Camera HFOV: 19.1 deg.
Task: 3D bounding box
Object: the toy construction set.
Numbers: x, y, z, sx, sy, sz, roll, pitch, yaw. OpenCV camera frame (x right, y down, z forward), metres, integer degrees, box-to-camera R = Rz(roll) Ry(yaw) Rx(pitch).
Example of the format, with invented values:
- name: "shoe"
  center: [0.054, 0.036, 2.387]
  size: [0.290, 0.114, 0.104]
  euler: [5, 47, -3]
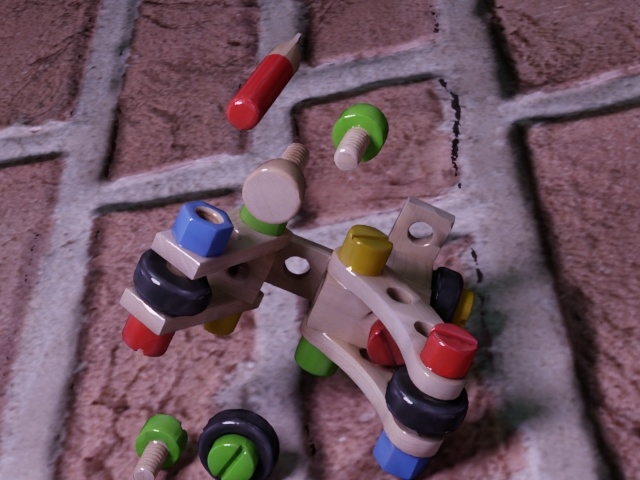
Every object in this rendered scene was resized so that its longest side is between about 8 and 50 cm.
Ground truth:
- name: "toy construction set"
  center: [0.000, 0.000, 1.381]
  size: [0.257, 0.309, 0.237]
  euler: [3, 26, 13]
